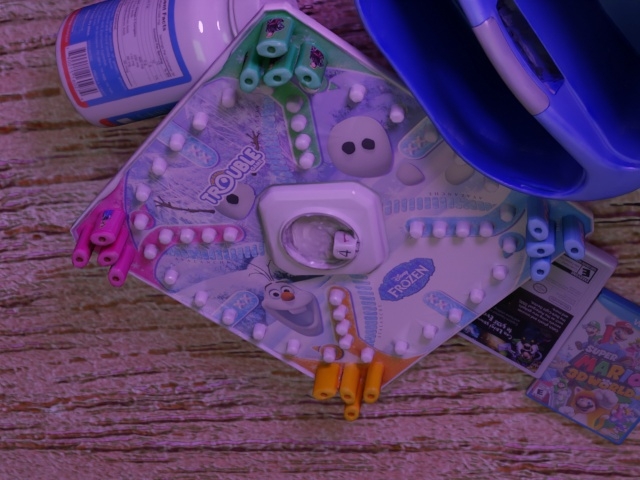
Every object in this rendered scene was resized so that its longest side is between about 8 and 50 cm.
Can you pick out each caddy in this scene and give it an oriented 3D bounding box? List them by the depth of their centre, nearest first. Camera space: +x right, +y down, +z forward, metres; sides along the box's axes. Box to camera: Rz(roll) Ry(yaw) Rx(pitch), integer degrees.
[{"bbox_3d":[0.178,-0.187,1.103,0.241,0.179,0.341,-21,117,38],"label":"caddy"}]

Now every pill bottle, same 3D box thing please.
[{"bbox_3d":[-0.133,-0.189,1.270,0.221,0.124,0.124,-10,119,25],"label":"pill bottle"}]

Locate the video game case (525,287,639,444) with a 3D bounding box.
[{"bbox_3d":[0.309,0.136,1.398,0.119,0.015,0.166,28,127,0],"label":"video game case"}]

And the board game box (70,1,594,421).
[{"bbox_3d":[0.000,0.000,1.304,0.390,0.050,0.390,32,132,-20],"label":"board game box"}]

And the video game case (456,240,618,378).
[{"bbox_3d":[0.184,0.038,1.367,0.190,0.022,0.173,29,127,3],"label":"video game case"}]
